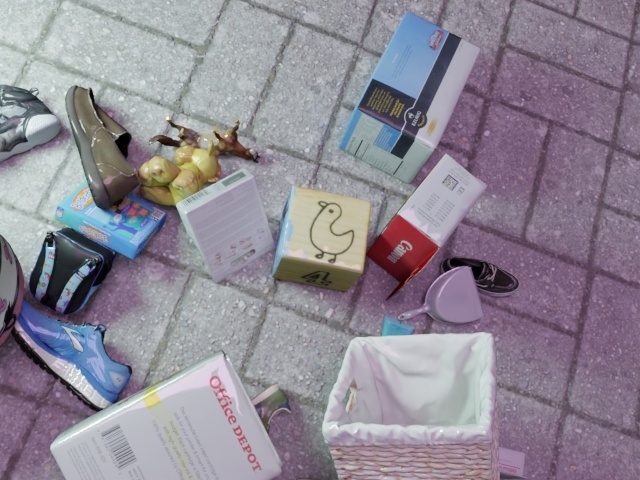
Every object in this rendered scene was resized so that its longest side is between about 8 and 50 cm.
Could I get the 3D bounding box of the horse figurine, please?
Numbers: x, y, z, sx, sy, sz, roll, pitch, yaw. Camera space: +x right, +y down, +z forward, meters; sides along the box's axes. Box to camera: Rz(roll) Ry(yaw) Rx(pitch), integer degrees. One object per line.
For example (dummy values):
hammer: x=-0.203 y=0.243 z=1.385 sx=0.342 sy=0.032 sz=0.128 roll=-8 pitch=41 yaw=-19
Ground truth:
horse figurine: x=-0.292 y=-0.257 z=1.783 sx=0.263 sy=0.174 sz=0.066 roll=0 pitch=75 yaw=3

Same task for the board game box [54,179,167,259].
board game box: x=-0.496 y=-0.059 z=1.681 sx=0.210 sy=0.047 sz=0.160 roll=28 pitch=37 yaw=-1

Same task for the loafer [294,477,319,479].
loafer: x=0.057 y=0.593 z=1.546 sx=0.268 sy=0.102 sz=0.092 roll=3 pitch=49 yaw=14

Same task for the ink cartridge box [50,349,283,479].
ink cartridge box: x=-0.310 y=0.440 z=1.472 sx=0.384 sy=0.160 sz=0.279 roll=-26 pitch=91 yaw=-10

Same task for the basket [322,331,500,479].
basket: x=0.206 y=0.388 z=1.475 sx=0.331 sy=0.266 sz=0.328 roll=-3 pitch=25 yaw=16

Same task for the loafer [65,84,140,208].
loafer: x=-0.523 y=-0.234 z=1.707 sx=0.130 sy=0.134 sz=0.366 roll=-17 pitch=62 yaw=-16

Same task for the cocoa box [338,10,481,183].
cocoa box: x=0.232 y=-0.376 z=1.871 sx=0.228 sy=0.231 sz=0.347 roll=27 pitch=68 yaw=-1

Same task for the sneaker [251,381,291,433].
sneaker: x=-0.151 y=0.414 z=1.614 sx=0.192 sy=0.064 sz=0.086 roll=-35 pitch=81 yaw=-20

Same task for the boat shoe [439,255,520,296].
boat shoe: x=0.423 y=0.092 z=1.834 sx=0.219 sy=0.070 sz=0.078 roll=14 pitch=69 yaw=-6

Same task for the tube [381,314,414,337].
tube: x=0.170 y=0.289 z=1.732 sx=0.080 sy=0.052 sz=0.207 roll=24 pitch=63 yaw=-7

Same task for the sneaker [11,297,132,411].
sneaker: x=-0.562 y=0.231 z=1.579 sx=0.330 sy=0.130 sz=0.147 roll=42 pitch=61 yaw=-3

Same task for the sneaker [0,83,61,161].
sneaker: x=-0.787 y=-0.284 z=1.715 sx=0.268 sy=0.101 sz=0.153 roll=-27 pitch=77 yaw=-24

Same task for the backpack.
backpack: x=-0.575 y=0.074 z=1.621 sx=0.158 sy=0.117 sz=0.173 roll=27 pitch=100 yaw=1

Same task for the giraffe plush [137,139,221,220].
giraffe plush: x=-0.319 y=-0.164 z=1.725 sx=0.210 sy=0.181 sz=0.170 roll=38 pitch=58 yaw=-22

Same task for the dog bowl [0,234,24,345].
dog bowl: x=-0.813 y=0.114 z=1.480 sx=0.408 sy=0.150 sz=0.408 roll=-5 pitch=65 yaw=12

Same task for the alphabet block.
alphabet block: x=0.000 y=0.000 z=1.719 sx=0.197 sy=0.193 sz=0.192 roll=10 pitch=71 yaw=-7

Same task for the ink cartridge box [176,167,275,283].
ink cartridge box: x=-0.223 y=-0.034 z=1.701 sx=0.189 sy=0.232 sz=0.066 roll=-31 pitch=47 yaw=-19

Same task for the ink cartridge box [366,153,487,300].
ink cartridge box: x=0.228 y=-0.020 z=1.706 sx=0.130 sy=0.309 sz=0.272 roll=39 pitch=68 yaw=4

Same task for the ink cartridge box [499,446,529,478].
ink cartridge box: x=0.400 y=0.511 z=1.627 sx=0.104 sy=0.180 sz=0.060 roll=15 pitch=69 yaw=-6

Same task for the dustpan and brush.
dustpan and brush: x=0.298 y=0.164 z=1.791 sx=0.211 sy=0.060 sz=0.147 roll=-21 pitch=99 yaw=-17
